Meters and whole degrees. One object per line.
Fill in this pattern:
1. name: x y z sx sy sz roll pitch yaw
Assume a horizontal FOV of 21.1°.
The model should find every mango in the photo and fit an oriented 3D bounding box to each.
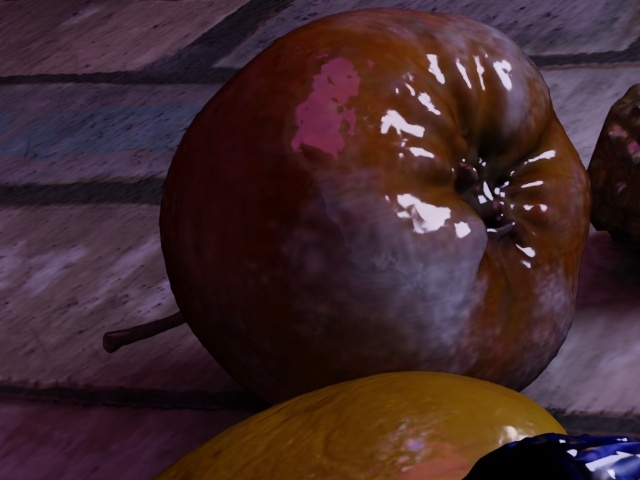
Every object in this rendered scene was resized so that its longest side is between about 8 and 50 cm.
1. mango: -0.013 0.147 0.756 0.316 0.119 0.176 -19 38 -2

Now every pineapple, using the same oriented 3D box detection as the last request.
1. pineapple: 0.274 -0.029 0.985 0.237 0.111 0.119 15 70 34

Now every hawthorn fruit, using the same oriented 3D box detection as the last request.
1. hawthorn fruit: 0.026 -0.018 0.946 0.235 0.231 0.263 -14 27 -24

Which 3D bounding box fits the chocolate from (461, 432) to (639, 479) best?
1. chocolate: 0.229 0.121 0.672 0.343 0.126 0.148 -6 10 -19
